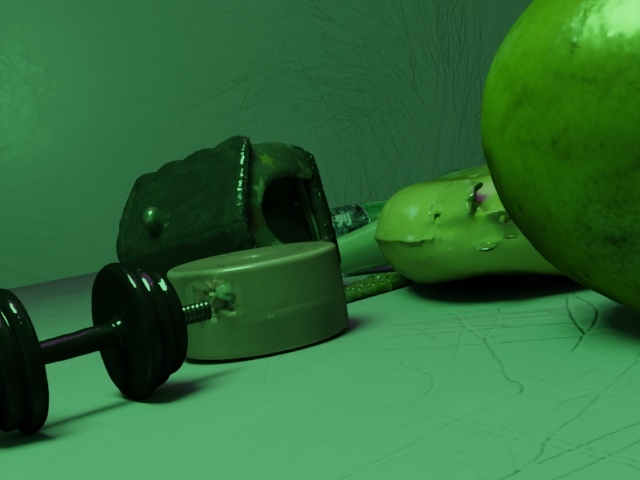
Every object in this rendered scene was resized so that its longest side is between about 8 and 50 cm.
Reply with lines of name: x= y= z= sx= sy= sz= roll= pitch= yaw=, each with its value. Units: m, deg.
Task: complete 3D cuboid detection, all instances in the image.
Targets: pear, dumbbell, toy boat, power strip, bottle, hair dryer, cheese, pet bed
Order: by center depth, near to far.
pear: x=0.241 y=-0.073 z=0.538 sx=0.253 sy=0.253 sz=0.307 roll=-13 pitch=15 yaw=-38
dumbbell: x=-0.167 y=0.070 z=0.612 sx=0.208 sy=0.099 sz=0.099 roll=-13 pitch=4 yaw=-35
power strip: x=-0.055 y=0.051 z=0.781 sx=0.154 sy=0.078 sz=0.154 roll=-9 pitch=6 yaw=1
cheese: x=0.181 y=-0.017 z=0.878 sx=0.259 sy=0.128 sz=0.316 roll=-13 pitch=-4 yaw=4
toy boat: x=0.045 y=0.052 z=1.004 sx=0.115 sy=0.016 sz=0.063 roll=-13 pitch=4 yaw=-38
pet bed: x=-0.110 y=-0.010 z=1.009 sx=0.211 sy=0.183 sz=0.159 roll=-14 pitch=-2 yaw=39
hair dryer: x=0.165 y=-0.007 z=1.217 sx=0.295 sy=0.119 sz=0.298 roll=-13 pitch=-14 yaw=19
bottle: x=0.000 y=0.000 z=1.394 sx=0.330 sy=0.093 sz=0.093 roll=-12 pitch=3 yaw=-25
